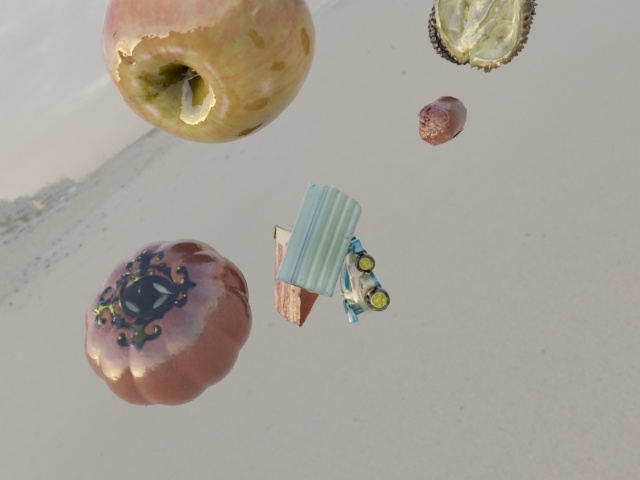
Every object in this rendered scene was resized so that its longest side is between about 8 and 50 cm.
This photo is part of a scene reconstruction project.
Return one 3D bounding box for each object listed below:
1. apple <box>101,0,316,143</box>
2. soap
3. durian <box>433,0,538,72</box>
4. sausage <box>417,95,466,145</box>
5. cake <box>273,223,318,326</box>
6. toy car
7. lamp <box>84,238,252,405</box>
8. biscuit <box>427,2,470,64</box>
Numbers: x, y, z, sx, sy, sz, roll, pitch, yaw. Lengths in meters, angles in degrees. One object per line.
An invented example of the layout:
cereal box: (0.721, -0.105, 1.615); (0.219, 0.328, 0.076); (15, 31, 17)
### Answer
apple: (-0.206, -0.389, 1.299); (0.391, 0.391, 0.347); (-26, 36, 46)
soap: (0.000, 0.000, 1.289); (0.066, 0.119, 0.198); (16, 83, 39)
durian: (0.246, -0.334, 0.935); (0.091, 0.148, 0.188); (-39, -15, -44)
sausage: (0.215, -0.212, 1.172); (0.076, 0.076, 0.141); (-32, 2, 32)
cake: (-0.036, 0.084, 1.860); (0.159, 0.262, 0.158); (-10, 21, -35)
toy car: (0.073, 0.082, 1.374); (0.098, 0.162, 0.126); (-25, 10, -2)
lamp: (-0.260, 0.149, 1.190); (0.305, 0.240, 0.306); (-10, 58, 16)
biscuit: (0.332, -0.482, 1.484); (0.194, 0.194, 0.053); (-37, 25, 18)
